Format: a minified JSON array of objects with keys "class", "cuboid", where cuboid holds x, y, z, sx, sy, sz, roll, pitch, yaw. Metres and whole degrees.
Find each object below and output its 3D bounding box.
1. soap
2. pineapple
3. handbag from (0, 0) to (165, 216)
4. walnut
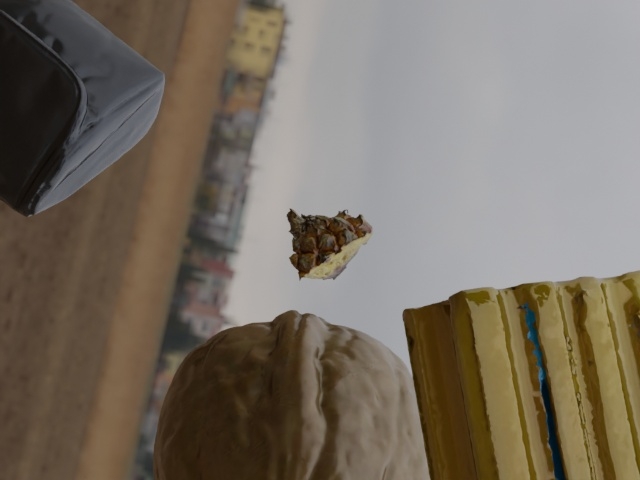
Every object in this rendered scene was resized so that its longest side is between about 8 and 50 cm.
[{"class":"soap","cuboid":[0.186,0.191,1.231,0.096,0.204,0.324,-23,-107,58]},{"class":"pineapple","cuboid":[0.000,0.000,2.020,0.114,0.114,0.077,46,-15,38]},{"class":"handbag","cuboid":[-0.395,-0.211,2.191,0.275,0.302,0.178,-43,170,-38]},{"class":"walnut","cuboid":[-0.026,0.217,1.685,0.277,0.252,0.313,-22,-135,29]}]
